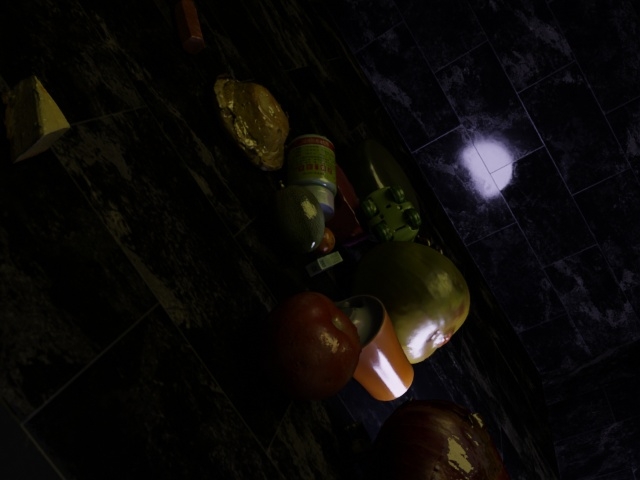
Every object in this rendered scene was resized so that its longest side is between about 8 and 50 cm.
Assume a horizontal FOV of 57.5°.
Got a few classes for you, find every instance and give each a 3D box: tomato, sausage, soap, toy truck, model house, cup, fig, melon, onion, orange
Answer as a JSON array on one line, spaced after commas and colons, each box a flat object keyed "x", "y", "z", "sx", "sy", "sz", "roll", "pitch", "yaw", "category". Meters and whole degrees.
[{"x": -0.028, "y": 0.212, "z": 1.148, "sx": 0.208, "sy": 0.184, "sz": 0.208, "roll": 44, "pitch": 19, "yaw": -19, "category": "tomato"}, {"x": -0.347, "y": -0.572, "z": 1.532, "sx": 0.065, "sy": 0.065, "sz": 0.169, "roll": 27, "pitch": 39, "yaw": -54, "category": "sausage"}, {"x": 0.040, "y": -0.130, "z": 1.798, "sx": 0.182, "sy": 0.112, "sz": 0.289, "roll": 18, "pitch": 47, "yaw": -67, "category": "soap"}, {"x": 0.221, "y": -0.049, "z": 1.791, "sx": 0.187, "sy": 0.148, "sz": 0.210, "roll": 61, "pitch": -4, "yaw": 40, "category": "toy truck"}, {"x": 0.088, "y": 0.456, "z": 1.305, "sx": 0.083, "sy": 0.057, "sz": 0.058, "roll": -121, "pitch": -165, "yaw": -52, "category": "model house"}, {"x": 0.110, "y": 0.263, "z": 1.456, "sx": 0.264, "sy": 0.182, "sz": 0.226, "roll": 56, "pitch": -9, "yaw": -32, "category": "cup"}, {"x": 0.235, "y": 0.157, "z": 1.642, "sx": 0.343, "sy": 0.343, "sz": 0.343, "roll": 47, "pitch": 27, "yaw": -32, "category": "fig"}, {"x": -0.062, "y": -0.061, "z": 1.453, "sx": 0.192, "sy": 0.139, "sz": 0.139, "roll": 66, "pitch": 22, "yaw": -2, "category": "melon"}, {"x": 0.283, "y": 0.517, "z": 1.211, "sx": 0.348, "sy": 0.385, "sz": 0.347, "roll": -34, "pitch": 131, "yaw": -50, "category": "onion"}, {"x": 0.000, "y": 0.000, "z": 1.597, "sx": 0.083, "sy": 0.083, "sz": 0.083, "roll": 47, "pitch": 27, "yaw": -32, "category": "orange"}]

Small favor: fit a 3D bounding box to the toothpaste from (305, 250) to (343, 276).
[{"x": 0.012, "y": 0.062, "z": 1.594, "sx": 0.034, "sy": 0.046, "sz": 0.164, "roll": 61, "pitch": 22, "yaw": 4, "category": "toothpaste"}]

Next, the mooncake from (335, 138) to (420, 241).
[{"x": 0.185, "y": -0.172, "z": 2.052, "sx": 0.356, "sy": 0.194, "sz": 0.356, "roll": 42, "pitch": 29, "yaw": -31, "category": "mooncake"}]

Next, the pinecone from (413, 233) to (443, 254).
[{"x": 0.298, "y": 0.107, "z": 1.916, "sx": 0.309, "sy": 0.244, "sz": 0.244, "roll": 58, "pitch": 14, "yaw": -60, "category": "pinecone"}]

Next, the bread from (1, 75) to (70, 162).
[{"x": -0.437, "y": -0.187, "z": 0.862, "sx": 0.109, "sy": 0.084, "sz": 0.080, "roll": 58, "pitch": 21, "yaw": -10, "category": "bread"}]

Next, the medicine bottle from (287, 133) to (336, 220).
[{"x": -0.025, "y": -0.172, "z": 1.633, "sx": 0.139, "sy": 0.139, "sz": 0.225, "roll": 34, "pitch": 47, "yaw": -49, "category": "medicine bottle"}]

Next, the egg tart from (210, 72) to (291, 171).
[{"x": -0.170, "y": -0.327, "z": 1.564, "sx": 0.295, "sy": 0.116, "sz": 0.295, "roll": 45, "pitch": 30, "yaw": -35, "category": "egg tart"}]
